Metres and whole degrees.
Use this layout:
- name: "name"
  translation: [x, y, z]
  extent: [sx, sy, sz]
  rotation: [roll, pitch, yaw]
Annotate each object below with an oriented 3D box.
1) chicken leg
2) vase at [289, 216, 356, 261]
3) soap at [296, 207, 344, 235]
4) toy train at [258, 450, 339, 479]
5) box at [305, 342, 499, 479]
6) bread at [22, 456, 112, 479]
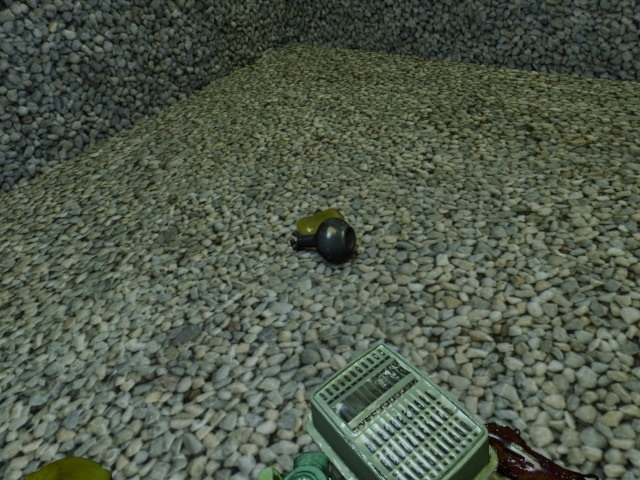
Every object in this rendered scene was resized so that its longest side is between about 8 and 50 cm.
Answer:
- name: "chicken leg"
  translation: [0.359, 0.376, 0.854]
  extent: [0.093, 0.053, 0.205]
  rotation: [-24, 43, -40]
- name: "vase"
  translation: [0.000, 0.000, 1.342]
  extent: [0.183, 0.120, 0.120]
  rotation: [-3, 37, 30]
- name: "soap"
  translation: [0.000, -0.050, 1.445]
  extent: [0.140, 0.045, 0.089]
  rotation: [-19, 43, -12]
- name: "toy train"
  translation: [-0.055, 0.496, 0.675]
  extent: [0.254, 0.160, 0.396]
  rotation: [-24, 36, 15]
- name: "box"
  translation: [0.128, 0.335, 0.851]
  extent: [0.221, 0.166, 0.291]
  rotation: [-30, 43, -24]
- name: "bread"
  translation: [-0.450, 0.525, 0.776]
  extent: [0.167, 0.112, 0.383]
  rotation: [-9, 39, 0]
